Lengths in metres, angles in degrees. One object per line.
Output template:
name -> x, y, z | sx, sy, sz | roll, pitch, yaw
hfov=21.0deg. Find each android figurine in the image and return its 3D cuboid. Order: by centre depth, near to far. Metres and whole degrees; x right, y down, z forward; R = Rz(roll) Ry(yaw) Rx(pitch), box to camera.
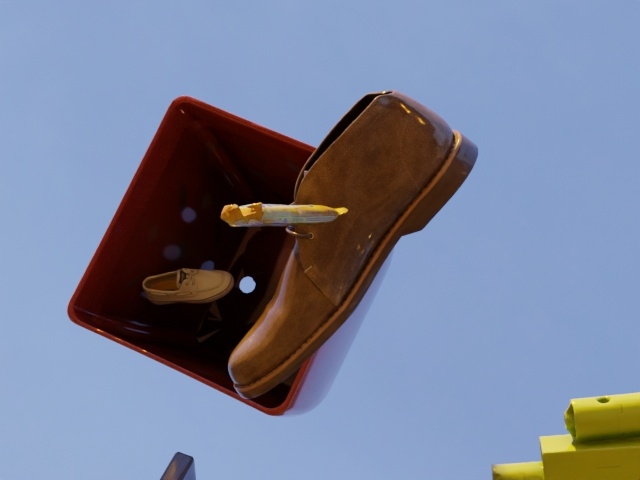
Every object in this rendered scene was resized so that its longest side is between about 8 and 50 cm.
android figurine -> 0.310, 0.271, 1.723 | 0.273, 0.056, 0.248 | -7, -73, 3

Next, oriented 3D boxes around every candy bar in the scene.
candy bar -> -0.028, -0.020, 1.383 | 0.040, 0.161, 0.018 | -5, -92, 26

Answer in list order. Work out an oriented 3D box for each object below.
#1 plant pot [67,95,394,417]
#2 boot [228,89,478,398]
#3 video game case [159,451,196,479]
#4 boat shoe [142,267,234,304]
plant pot -> -0.065, 0.039, 1.858 | 0.267, 0.236, 0.267 | 23, -98, 20
boot -> 0.000, 0.000, 1.529 | 0.115, 0.112, 0.305 | 38, -91, -19
video game case -> -0.170, 0.370, 1.751 | 0.026, 0.196, 0.274 | 16, -41, 16
boat shoe -> -0.144, 0.046, 1.861 | 0.100, 0.035, 0.035 | -5, -32, 15
